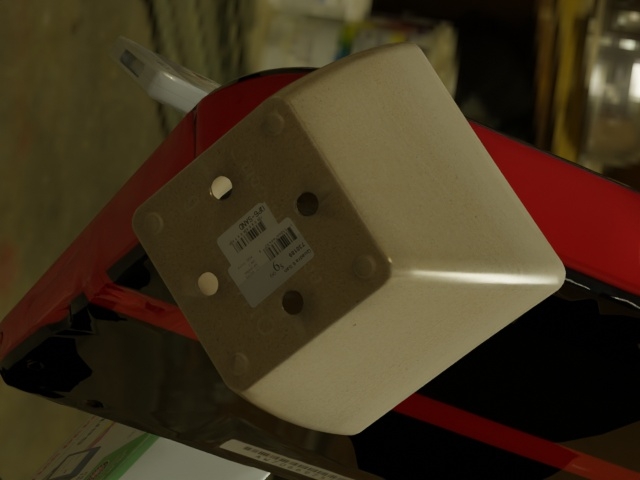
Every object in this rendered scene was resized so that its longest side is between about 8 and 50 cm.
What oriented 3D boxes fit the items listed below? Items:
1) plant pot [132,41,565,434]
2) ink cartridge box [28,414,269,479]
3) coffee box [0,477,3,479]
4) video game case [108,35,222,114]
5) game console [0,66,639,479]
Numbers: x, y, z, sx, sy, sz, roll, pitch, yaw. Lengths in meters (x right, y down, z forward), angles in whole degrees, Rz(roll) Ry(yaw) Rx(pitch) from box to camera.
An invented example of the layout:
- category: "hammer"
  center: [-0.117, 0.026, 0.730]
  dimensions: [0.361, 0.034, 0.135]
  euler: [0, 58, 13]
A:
- category: "plant pot"
  center: [0.000, 0.000, 0.630]
  dimensions: [0.109, 0.109, 0.096]
  euler: [58, 23, 15]
- category: "ink cartridge box"
  center: [-0.139, 0.184, 1.371]
  dimensions: [0.154, 0.093, 0.212]
  euler: [-46, -170, -28]
- category: "coffee box"
  center: [-0.248, 0.170, 1.096]
  dimensions: [0.113, 0.184, 0.040]
  euler: [-34, 120, -20]
- category: "video game case"
  center: [-0.048, -0.085, 1.310]
  dimensions: [0.023, 0.201, 0.183]
  euler: [-62, -160, 6]
- category: "game console"
  center: [0.060, 0.059, 0.937]
  dimensions: [0.342, 0.386, 0.060]
  euler: [-37, -143, 54]
